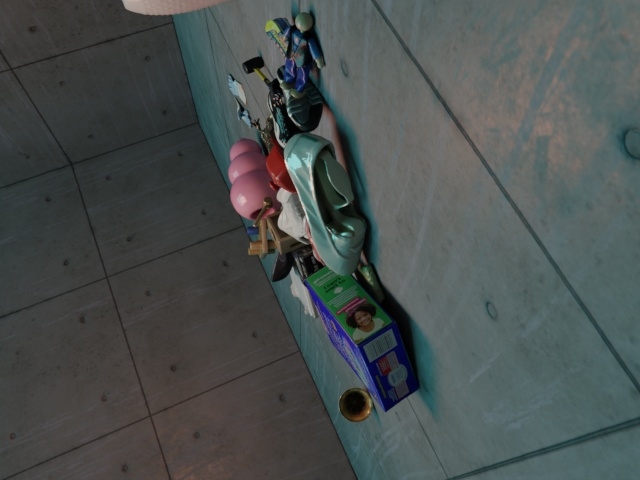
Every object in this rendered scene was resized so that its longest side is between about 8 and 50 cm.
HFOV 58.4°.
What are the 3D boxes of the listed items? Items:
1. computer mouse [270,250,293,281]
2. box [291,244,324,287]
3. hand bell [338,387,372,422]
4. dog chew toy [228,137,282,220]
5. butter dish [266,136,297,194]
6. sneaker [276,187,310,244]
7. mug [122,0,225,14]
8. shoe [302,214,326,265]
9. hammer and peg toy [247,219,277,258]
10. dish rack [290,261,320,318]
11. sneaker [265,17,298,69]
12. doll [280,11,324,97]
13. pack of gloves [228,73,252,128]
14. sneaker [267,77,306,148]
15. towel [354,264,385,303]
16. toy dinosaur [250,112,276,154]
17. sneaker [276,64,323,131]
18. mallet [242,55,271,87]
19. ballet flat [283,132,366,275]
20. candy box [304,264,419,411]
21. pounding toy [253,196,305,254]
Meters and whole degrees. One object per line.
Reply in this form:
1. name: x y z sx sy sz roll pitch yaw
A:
1. computer mouse: -0.132 0.051 2.214 0.188 0.072 0.272 -80 6 -59
2. box: -0.032 0.097 2.051 0.180 0.077 0.148 -146 37 -70
3. hand bell: 0.132 0.612 2.219 0.242 0.126 0.126 75 172 -86
4. dog chew toy: -0.263 -0.248 2.218 0.207 0.206 0.332 99 156 -67
5. butter dish: -0.099 -0.192 1.645 0.160 0.118 0.160 31 -161 -46
6. sneaker: -0.058 -0.099 1.837 0.152 0.114 0.305 41 157 20
7. mug: -0.482 -0.874 1.752 0.276 0.327 0.374 109 138 -71
8. shoe: 0.000 0.000 1.798 0.081 0.063 0.178 41 153 55
9. hammer and peg toy: -0.261 -0.109 2.537 0.266 0.127 0.362 136 130 -77
10. dish rack: -0.085 0.158 2.413 0.285 0.072 0.333 -131 24 -59
11. sneaker: -0.064 -0.453 1.326 0.053 0.059 0.144 -19 111 47
12. doll: -0.043 -0.410 1.259 0.129 0.046 0.189 40 142 23
13. pack of gloves: -0.346 -0.570 2.360 0.232 0.046 0.195 -129 20 -54
14. sneaker: -0.094 -0.344 1.561 0.121 0.079 0.217 103 143 -68
15. towel: 0.127 0.117 1.510 0.148 0.027 0.110 134 115 -78
16. toy dinosaur: -0.181 -0.355 1.979 0.118 0.064 0.268 54 165 29
17. sneaker: -0.041 -0.319 1.402 0.132 0.086 0.229 78 176 -56
18. mallet: -0.177 -0.484 1.723 0.039 0.062 0.190 85 159 -57
19. ballet flat: 0.035 -0.069 1.362 0.400 0.139 0.139 67 170 -27
20. candy box: 0.103 0.242 1.506 0.317 0.122 0.268 45 162 52
21. pounding toy: -0.149 -0.057 2.049 0.094 0.181 0.206 87 158 -56
